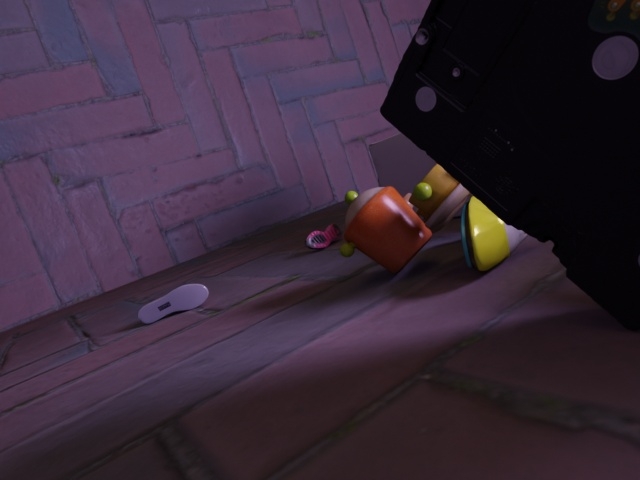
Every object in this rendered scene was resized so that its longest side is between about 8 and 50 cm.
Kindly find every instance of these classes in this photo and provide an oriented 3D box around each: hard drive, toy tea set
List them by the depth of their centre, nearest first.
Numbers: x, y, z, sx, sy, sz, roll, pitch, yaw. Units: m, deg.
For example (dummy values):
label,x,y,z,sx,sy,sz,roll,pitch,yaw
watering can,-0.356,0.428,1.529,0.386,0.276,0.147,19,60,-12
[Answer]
label,x,y,z,sx,sy,sz,roll,pitch,yaw
hard drive,0.190,-0.138,0.226,0.064,0.237,0.339,-27,-26,-38
toy tea set,0.153,-0.090,0.660,0.336,0.124,0.200,-34,-17,-49

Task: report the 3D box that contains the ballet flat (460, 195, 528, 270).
label,x,y,z,sx,sy,sz,roll,pitch,yaw
ballet flat,0.212,-0.023,0.558,0.077,0.077,0.231,-11,7,20

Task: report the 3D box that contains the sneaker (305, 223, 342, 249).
label,x,y,z,sx,sy,sz,roll,pitch,yaw
sneaker,0.000,0.000,1.112,0.119,0.047,0.057,-22,-10,-48

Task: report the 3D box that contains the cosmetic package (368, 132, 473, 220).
label,x,y,z,sx,sy,sz,roll,pitch,yaw
cosmetic package,0.276,-0.155,0.916,0.155,0.197,0.365,-22,9,-27

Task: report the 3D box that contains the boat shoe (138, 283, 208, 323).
label,x,y,z,sx,sy,sz,roll,pitch,yaw
boat shoe,-0.283,0.118,0.901,0.142,0.049,0.040,-21,6,0
